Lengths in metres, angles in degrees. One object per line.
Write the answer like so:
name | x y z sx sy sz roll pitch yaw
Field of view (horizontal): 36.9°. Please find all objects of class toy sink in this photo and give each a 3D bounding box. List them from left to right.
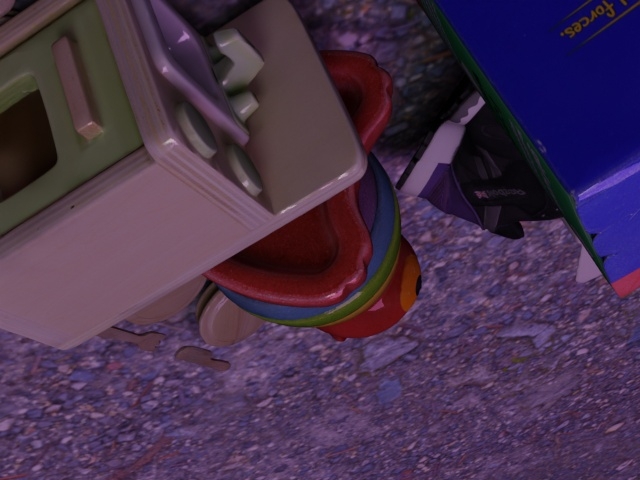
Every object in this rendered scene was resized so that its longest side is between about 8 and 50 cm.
toy sink | -0.116 -0.065 0.573 0.234 0.153 0.131 -29 152 12

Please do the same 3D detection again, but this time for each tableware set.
tableware set | -0.107 0.040 0.832 0.128 0.039 0.194 -50 146 8

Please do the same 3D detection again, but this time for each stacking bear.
stacking bear | 0.000 0.000 0.751 0.164 0.176 0.289 3 162 18

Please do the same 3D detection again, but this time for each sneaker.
sneaker | 0.151 -0.080 0.682 0.107 0.124 0.283 -58 179 -15

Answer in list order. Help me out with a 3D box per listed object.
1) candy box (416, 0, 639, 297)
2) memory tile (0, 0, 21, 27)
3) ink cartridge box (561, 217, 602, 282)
candy box | 0.170 -0.180 0.472 0.268 0.317 0.122 -33 144 12
memory tile | -0.180 -0.153 0.562 0.148 0.012 0.113 -20 145 -6
ink cartridge box | 0.271 -0.132 0.768 0.207 0.119 0.353 -23 144 -5
